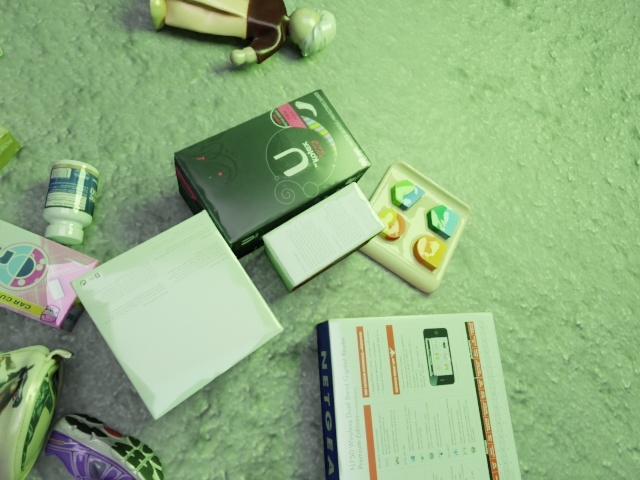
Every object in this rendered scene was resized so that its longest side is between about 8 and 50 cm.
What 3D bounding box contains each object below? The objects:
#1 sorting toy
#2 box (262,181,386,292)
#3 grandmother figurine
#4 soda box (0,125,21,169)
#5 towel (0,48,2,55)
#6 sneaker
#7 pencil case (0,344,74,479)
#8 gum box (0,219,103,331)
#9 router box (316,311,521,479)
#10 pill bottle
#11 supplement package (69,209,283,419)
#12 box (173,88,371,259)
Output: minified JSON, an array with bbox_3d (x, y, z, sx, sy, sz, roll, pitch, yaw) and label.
[{"bbox_3d":[0.181,-0.033,0.826,0.193,0.038,0.208,33,68,-4],"label":"sorting toy"},{"bbox_3d":[0.000,0.000,0.706,0.171,0.130,0.091,-32,85,-12],"label":"box"},{"bbox_3d":[-0.138,-0.427,0.827,0.343,0.104,0.207,5,81,-11],"label":"grandmother figurine"},{"bbox_3d":[-0.568,-0.180,0.655,0.181,0.058,0.061,31,68,-5],"label":"soda box"},{"bbox_3d":[-0.649,-0.339,0.700,0.197,0.029,0.144,-24,81,-23],"label":"towel"},{"bbox_3d":[-0.295,0.305,0.592,0.170,0.068,0.071,29,84,4],"label":"sneaker"},{"bbox_3d":[-0.524,0.189,0.501,0.411,0.160,0.183,8,88,-13],"label":"pencil case"},{"bbox_3d":[-0.431,0.045,0.622,0.189,0.062,0.107,24,69,-7],"label":"gum box"},{"bbox_3d":[0.156,0.290,0.698,0.302,0.082,0.335,1,73,-15],"label":"router box"},{"bbox_3d":[-0.385,-0.057,0.663,0.067,0.067,0.120,4,73,-14],"label":"pill bottle"},{"bbox_3d":[-0.197,0.105,0.620,0.194,0.149,0.203,-32,84,-21],"label":"supplement package"},{"bbox_3d":[-0.080,-0.105,0.720,0.270,0.143,0.165,-32,84,-21],"label":"box"}]
